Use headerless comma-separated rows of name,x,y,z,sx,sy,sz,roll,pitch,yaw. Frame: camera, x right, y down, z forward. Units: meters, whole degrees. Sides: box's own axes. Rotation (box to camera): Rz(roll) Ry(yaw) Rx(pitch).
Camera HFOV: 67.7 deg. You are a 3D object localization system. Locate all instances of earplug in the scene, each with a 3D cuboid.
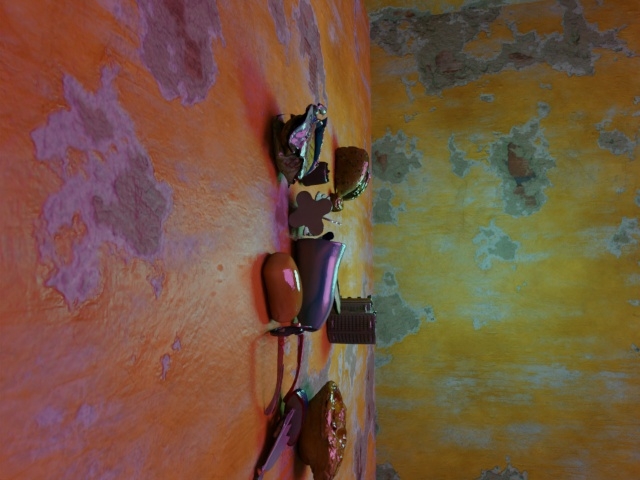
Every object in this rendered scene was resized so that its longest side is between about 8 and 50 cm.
earplug,-0.014,0.165,1.711,0.185,0.185,0.324,40,54,-72

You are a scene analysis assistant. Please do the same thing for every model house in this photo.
model house,0.154,0.383,2.263,0.215,0.224,0.198,-61,149,-71

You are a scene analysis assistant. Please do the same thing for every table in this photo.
table,-0.013,-0.093,1.743,0.198,0.167,0.166,4,85,-76

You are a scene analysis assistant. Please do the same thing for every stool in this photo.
stool,-0.022,-0.256,1.819,0.096,0.110,0.096,-4,90,-79

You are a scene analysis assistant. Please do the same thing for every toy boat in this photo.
toy boat,-0.111,0.613,1.468,0.219,0.072,0.318,88,20,-49

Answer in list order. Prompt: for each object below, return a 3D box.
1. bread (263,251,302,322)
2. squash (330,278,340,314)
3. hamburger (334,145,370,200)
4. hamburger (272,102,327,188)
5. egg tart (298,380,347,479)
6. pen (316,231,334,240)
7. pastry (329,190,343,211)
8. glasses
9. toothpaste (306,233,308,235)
bread,-0.108,0.144,1.476,0.147,0.098,0.217,-72,158,-62
squash,0.020,0.214,1.924,0.170,0.123,0.170,-2,90,-76
hamburger,0.170,-0.352,2.472,0.168,0.192,0.288,25,64,-64
hamburger,-0.085,-0.334,1.564,0.276,0.150,0.260,95,21,-54
egg tart,0.013,0.710,1.788,0.339,0.153,0.351,0,88,-77
pen,0.001,0.000,1.804,0.269,0.033,0.033,153,-61,-73
pastry,0.077,-0.188,2.328,0.109,0.057,0.097,-77,155,-51
glasses,-0.087,0.393,1.496,0.234,0.118,0.268,30,61,-77
toothpaste,-0.037,-0.028,1.930,0.083,0.017,0.020,3,89,-76
